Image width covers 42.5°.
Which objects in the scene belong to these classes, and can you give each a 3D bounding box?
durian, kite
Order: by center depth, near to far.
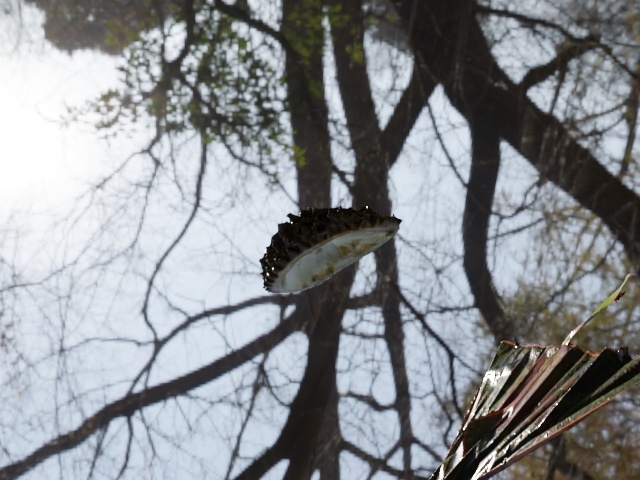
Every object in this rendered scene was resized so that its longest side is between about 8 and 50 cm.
[{"bbox_3d":[0.114,0.083,0.471,0.014,0.183,0.241,43,179,2],"label":"kite"},{"bbox_3d":[0.001,0.007,0.645,0.130,0.066,0.052,-30,-158,19],"label":"durian"}]
